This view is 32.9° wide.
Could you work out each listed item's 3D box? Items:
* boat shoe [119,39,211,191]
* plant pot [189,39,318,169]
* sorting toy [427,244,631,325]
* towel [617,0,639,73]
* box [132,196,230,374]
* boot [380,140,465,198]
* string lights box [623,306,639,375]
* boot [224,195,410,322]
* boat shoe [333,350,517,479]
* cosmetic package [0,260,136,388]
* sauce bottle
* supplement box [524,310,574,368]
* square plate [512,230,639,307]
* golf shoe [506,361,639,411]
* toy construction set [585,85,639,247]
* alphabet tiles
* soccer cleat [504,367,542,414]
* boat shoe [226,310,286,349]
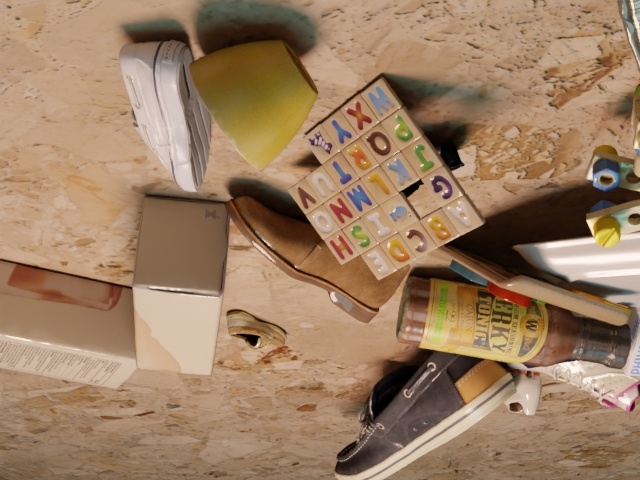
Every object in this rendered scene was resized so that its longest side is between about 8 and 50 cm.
[{"bbox_3d":[-0.174,-0.144,1.218,0.075,0.083,0.226,11,143,9],"label":"boat shoe"},{"bbox_3d":[-0.060,-0.156,1.134,0.095,0.134,0.134,-33,144,11],"label":"plant pot"},{"bbox_3d":[0.318,0.078,1.524,0.307,0.041,0.229,18,-176,-28],"label":"sorting toy"},{"bbox_3d":[0.445,-0.192,0.973,0.324,0.056,0.312,-12,128,19],"label":"towel"},{"bbox_3d":[-0.201,0.073,1.562,0.121,0.148,0.311,6,152,-6],"label":"box"},{"bbox_3d":[0.124,-0.085,1.319,0.099,0.045,0.121,-29,179,10],"label":"boot"},{"bbox_3d":[0.604,0.144,1.666,0.259,0.077,0.133,2,135,1],"label":"string lights box"},{"bbox_3d":[0.000,0.000,1.486,0.305,0.112,0.115,31,112,-37],"label":"boot"},{"bbox_3d":[0.159,0.313,1.971,0.186,0.156,0.500,-30,169,-38],"label":"boat shoe"},{"bbox_3d":[-0.437,0.132,1.714,0.296,0.129,0.153,15,149,-22],"label":"cosmetic package"},{"bbox_3d":[0.291,0.129,1.635,0.344,0.111,0.111,8,153,1],"label":"sauce bottle"},{"bbox_3d":[0.357,0.152,1.732,0.083,0.083,0.056,-14,150,29],"label":"supplement box"},{"bbox_3d":[0.482,0.043,1.422,0.347,0.049,0.344,-6,166,37],"label":"square plate"},{"bbox_3d":[0.454,0.209,1.781,0.306,0.140,0.115,-2,154,13],"label":"golf shoe"},{"bbox_3d":[0.458,-0.093,1.165,0.327,0.151,0.215,-4,129,-4],"label":"toy construction set"},{"bbox_3d":[0.059,-0.059,1.281,0.198,0.009,0.237,54,139,-3],"label":"alphabet tiles"},{"bbox_3d":[0.337,0.265,1.918,0.068,0.076,0.196,6,176,-9],"label":"soccer cleat"},{"bbox_3d":[-0.110,0.161,1.835,0.050,0.045,0.135,-20,146,38],"label":"boat shoe"}]
